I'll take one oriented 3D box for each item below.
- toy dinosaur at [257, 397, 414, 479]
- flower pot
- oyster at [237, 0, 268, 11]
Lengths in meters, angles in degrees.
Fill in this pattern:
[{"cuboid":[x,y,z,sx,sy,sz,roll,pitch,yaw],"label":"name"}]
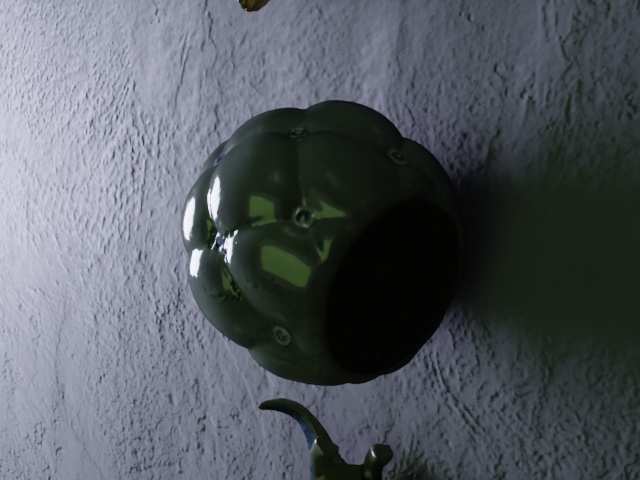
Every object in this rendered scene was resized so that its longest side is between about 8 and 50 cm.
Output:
[{"cuboid":[0.014,0.275,1.240,0.247,0.075,0.188,41,126,24],"label":"toy dinosaur"},{"cuboid":[0.000,0.000,1.113,0.195,0.246,0.246,33,115,41],"label":"flower pot"},{"cuboid":[-0.085,-0.388,1.214,0.197,0.133,0.337,-25,81,37],"label":"oyster"}]
